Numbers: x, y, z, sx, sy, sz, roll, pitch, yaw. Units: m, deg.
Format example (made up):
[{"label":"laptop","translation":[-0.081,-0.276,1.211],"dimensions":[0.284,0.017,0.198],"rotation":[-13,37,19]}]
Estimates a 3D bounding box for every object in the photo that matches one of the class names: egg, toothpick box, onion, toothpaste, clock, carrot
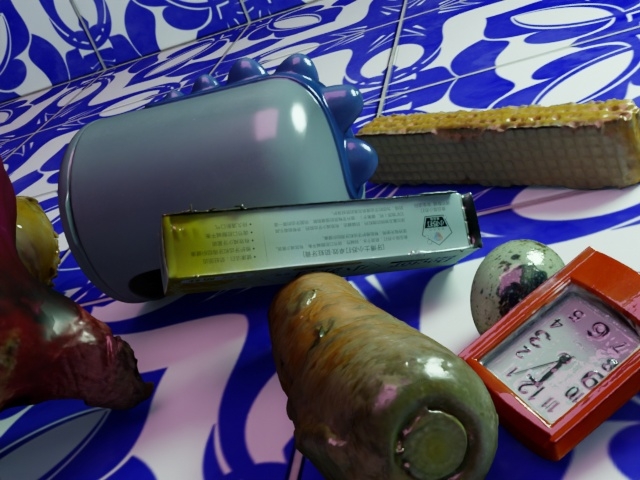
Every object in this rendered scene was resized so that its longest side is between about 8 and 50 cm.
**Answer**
[{"label":"egg","translation":[0.174,0.048,0.720],"dimensions":[0.085,0.085,0.110],"rotation":[1,37,39]},{"label":"toothpick box","translation":[-0.103,-0.076,0.972],"dimensions":[0.355,0.262,0.263],"rotation":[-10,28,20]},{"label":"onion","translation":[-0.365,0.075,0.780],"dimensions":[0.421,0.398,0.398],"rotation":[14,30,-3]},{"label":"toothpaste","translation":[0.000,0.000,0.812],"dimensions":[0.313,0.070,0.089],"rotation":[-6,-14,-15]},{"label":"clock","translation":[0.198,0.090,0.635],"dimensions":[0.155,0.061,0.113],"rotation":[-36,42,-10]},{"label":"carrot","translation":[0.036,0.114,0.655],"dimensions":[0.139,0.138,0.302],"rotation":[-24,16,-5]}]

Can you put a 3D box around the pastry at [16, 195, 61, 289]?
[{"label":"pastry","translation":[-0.492,0.059,1.119],"dimensions":[0.255,0.161,0.311],"rotation":[-25,12,24]}]

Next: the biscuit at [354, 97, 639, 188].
[{"label":"biscuit","translation":[0.203,-0.111,0.997],"dimensions":[0.379,0.094,0.054],"rotation":[3,41,42]}]
